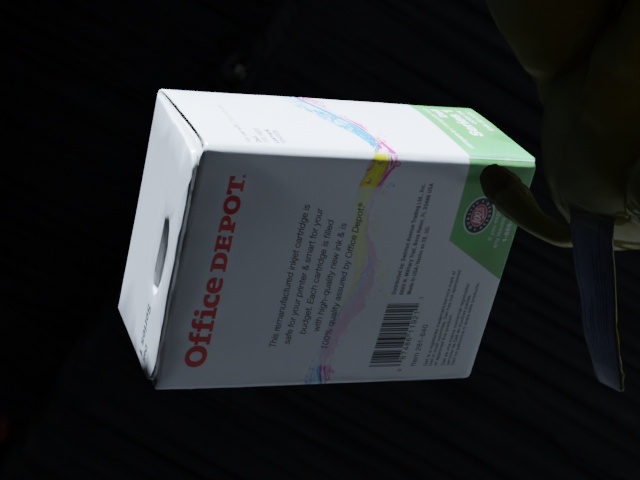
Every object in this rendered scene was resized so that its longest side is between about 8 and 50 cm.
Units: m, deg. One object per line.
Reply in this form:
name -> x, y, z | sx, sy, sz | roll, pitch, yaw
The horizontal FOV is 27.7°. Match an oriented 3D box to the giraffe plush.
giraffe plush -> 0.162, -0.067, 0.437 | 0.181, 0.170, 0.210 | -136, 36, -56

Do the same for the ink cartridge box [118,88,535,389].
ink cartridge box -> 0.000, 0.000, 1.007 | 0.117, 0.278, 0.201 | 51, 134, 53
